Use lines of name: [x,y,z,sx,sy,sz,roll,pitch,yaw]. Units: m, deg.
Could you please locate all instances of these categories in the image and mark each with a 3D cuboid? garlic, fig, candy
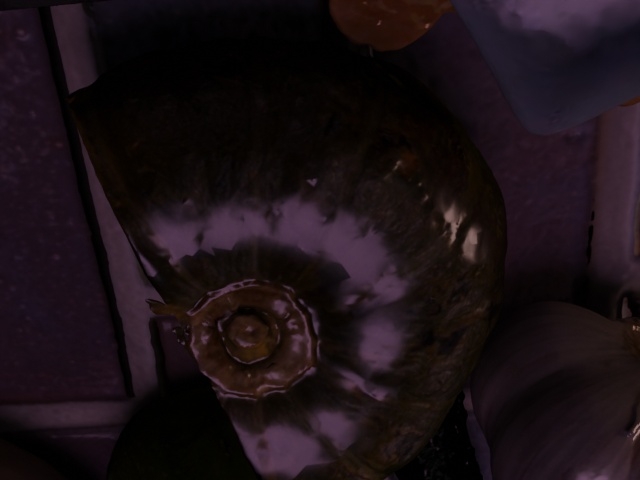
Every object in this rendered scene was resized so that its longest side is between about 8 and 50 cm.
garlic: [0.221,0.133,1.140,0.207,0.207,0.257,-9,176,8]
fig: [-0.067,0.247,1.186,0.203,0.235,0.203,-4,134,-4]
candy: [0.170,-0.142,0.861,0.174,0.071,0.138,-24,127,17]

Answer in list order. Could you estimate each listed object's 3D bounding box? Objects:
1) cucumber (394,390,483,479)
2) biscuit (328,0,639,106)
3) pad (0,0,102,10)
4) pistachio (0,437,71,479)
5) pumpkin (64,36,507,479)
cucumber: [0.086,0.148,1.202,0.081,0.072,0.303,-5,134,4]
biscuit: [0.084,-0.201,0.884,0.340,0.047,0.216,12,129,-12]
pad: [-0.192,-0.223,0.890,0.143,0.003,0.211,-5,134,4]
pistachio: [-0.278,0.223,1.240,0.223,0.126,0.152,21,164,-25]
pumpkin: [0.000,0.000,0.987,0.232,0.242,0.325,-26,118,-6]
